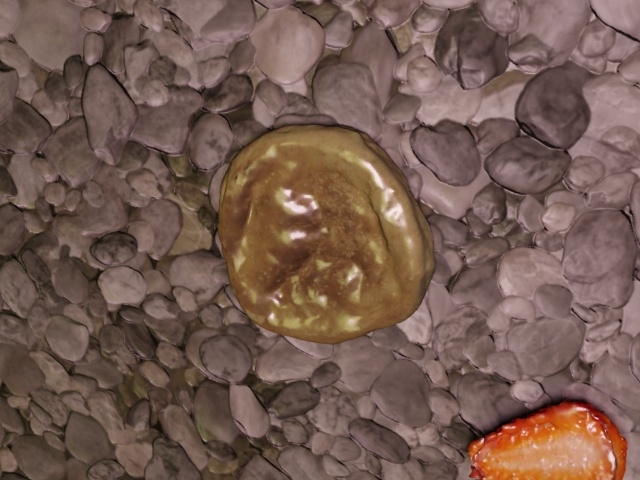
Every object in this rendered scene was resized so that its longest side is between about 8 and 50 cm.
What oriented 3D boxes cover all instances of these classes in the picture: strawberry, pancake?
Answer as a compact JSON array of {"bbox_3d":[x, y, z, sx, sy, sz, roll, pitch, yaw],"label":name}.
[{"bbox_3d":[0.275,0.252,0.967,0.188,0.082,0.121,-13,86,33],"label":"strawberry"},{"bbox_3d":[0.000,0.000,0.972,0.294,0.049,0.295,6,113,15],"label":"pancake"}]
